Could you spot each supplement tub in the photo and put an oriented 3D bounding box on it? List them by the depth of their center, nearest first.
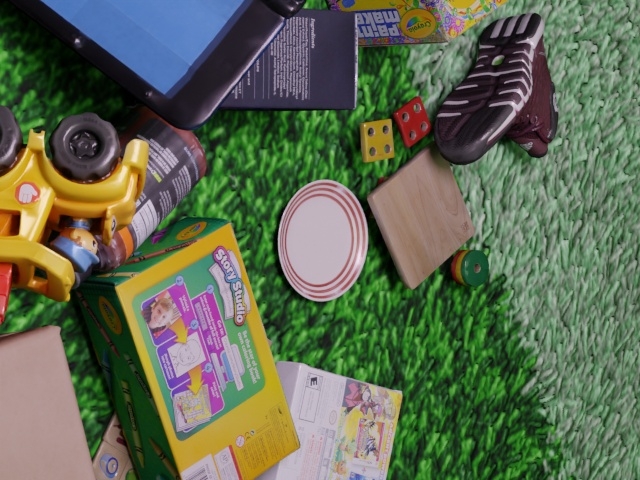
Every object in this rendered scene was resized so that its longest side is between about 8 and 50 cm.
[{"bbox_3d":[-0.211,-0.041,1.821,0.198,0.106,0.106,-49,122,-30],"label":"supplement tub"}]

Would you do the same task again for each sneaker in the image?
[{"bbox_3d":[0.237,-0.145,2.215,0.281,0.106,0.162,-59,135,-41],"label":"sneaker"}]

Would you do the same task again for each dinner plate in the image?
[{"bbox_3d":[0.000,0.000,2.081,0.141,0.017,0.141,-2,92,-44],"label":"dinner plate"}]

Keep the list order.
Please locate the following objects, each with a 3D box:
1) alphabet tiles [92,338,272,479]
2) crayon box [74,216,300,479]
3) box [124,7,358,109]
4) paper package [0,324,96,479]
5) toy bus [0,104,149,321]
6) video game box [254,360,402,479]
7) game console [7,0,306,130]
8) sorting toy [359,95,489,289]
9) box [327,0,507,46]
[{"bbox_3d":[-0.138,0.189,1.968,0.198,0.009,0.237,38,66,-37],"label":"alphabet tiles"},{"bbox_3d":[-0.138,0.134,1.902,0.165,0.081,0.278,-31,112,-38],"label":"crayon box"},{"bbox_3d":[-0.083,-0.191,1.901,0.207,0.153,0.108,-2,94,-42],"label":"box"},{"bbox_3d":[-0.358,0.266,1.627,0.309,0.168,0.325,-16,94,-40],"label":"paper package"},{"bbox_3d":[-0.276,-0.008,1.656,0.220,0.149,0.211,6,70,-8],"label":"toy bus"},{"bbox_3d":[0.004,0.255,2.074,0.187,0.048,0.205,20,78,-43],"label":"video game box"},{"bbox_3d":[-0.154,-0.299,1.706,0.293,0.250,0.173,37,48,4],"label":"game console"},{"bbox_3d":[0.108,-0.039,2.160,0.132,0.046,0.274,-41,119,-34],"label":"sorting toy"},{"bbox_3d":[0.131,-0.411,2.077,0.290,0.177,0.279,-38,118,-35],"label":"box"}]
